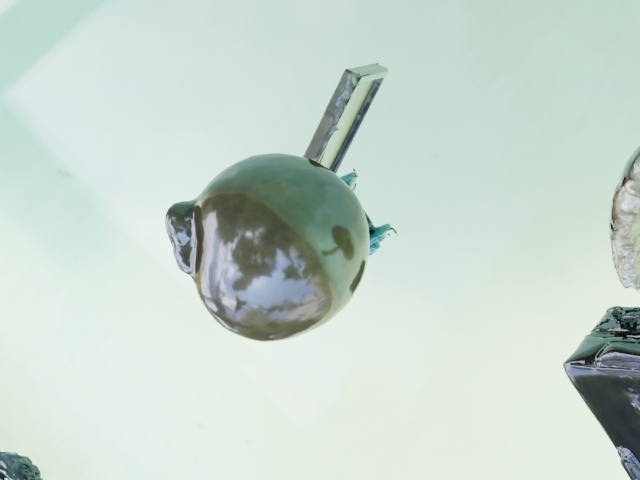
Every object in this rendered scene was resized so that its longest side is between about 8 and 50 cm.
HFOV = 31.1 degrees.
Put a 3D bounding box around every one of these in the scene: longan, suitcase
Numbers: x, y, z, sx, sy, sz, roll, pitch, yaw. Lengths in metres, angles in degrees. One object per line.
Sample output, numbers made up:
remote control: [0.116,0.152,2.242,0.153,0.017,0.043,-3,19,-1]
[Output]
longan: [-0.055,0.005,1.121,0.204,0.185,0.159,14,176,7]
suitcase: [0.544,0.238,1.629,0.339,0.188,0.345,52,157,-18]

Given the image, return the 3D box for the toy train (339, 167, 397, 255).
toy train: [0.000,0.000,1.680,0.120,0.194,0.298,55,180,3]

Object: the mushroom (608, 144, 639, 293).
mushroom: [0.356,0.015,0.992,0.207,0.302,0.233,-6,134,22]

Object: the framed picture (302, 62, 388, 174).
framed picture: [-0.011,-0.063,1.362,0.024,0.315,0.232,29,-167,5]

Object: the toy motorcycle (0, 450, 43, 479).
toy motorcycle: [-0.436,0.480,1.448,0.237,0.410,0.168,29,-176,30]
